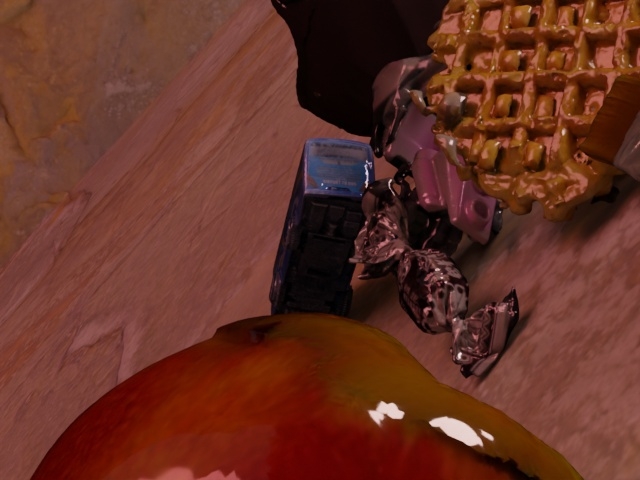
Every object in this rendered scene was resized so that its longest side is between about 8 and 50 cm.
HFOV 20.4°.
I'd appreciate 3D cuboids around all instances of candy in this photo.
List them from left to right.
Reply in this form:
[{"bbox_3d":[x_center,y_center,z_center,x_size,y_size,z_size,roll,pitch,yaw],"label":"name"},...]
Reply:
[{"bbox_3d":[0.088,0.030,1.477,0.094,0.051,0.226,-62,40,20],"label":"candy"}]

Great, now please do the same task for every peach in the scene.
[{"bbox_3d":[-0.017,0.230,0.939,0.370,0.370,0.370,-46,17,19],"label":"peach"}]

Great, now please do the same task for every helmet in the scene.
[{"bbox_3d":[0.083,-0.254,1.840,0.225,0.305,0.177,-24,20,-37],"label":"helmet"}]

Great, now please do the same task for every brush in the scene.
[{"bbox_3d":[0.277,-0.057,1.229,0.085,0.020,0.336,-60,26,2],"label":"brush"}]

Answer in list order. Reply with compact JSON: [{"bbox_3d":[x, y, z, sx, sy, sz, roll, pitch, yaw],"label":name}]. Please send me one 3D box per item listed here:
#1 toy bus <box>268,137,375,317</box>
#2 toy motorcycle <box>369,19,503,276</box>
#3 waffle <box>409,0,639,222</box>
[{"bbox_3d":[0.003,-0.001,1.677,0.236,0.079,0.094,107,173,-58],"label":"toy bus"},{"bbox_3d":[0.138,-0.116,1.617,0.188,0.143,0.327,-36,30,43],"label":"toy motorcycle"},{"bbox_3d":[0.207,-0.147,1.460,0.262,0.060,0.280,-39,49,14],"label":"waffle"}]
